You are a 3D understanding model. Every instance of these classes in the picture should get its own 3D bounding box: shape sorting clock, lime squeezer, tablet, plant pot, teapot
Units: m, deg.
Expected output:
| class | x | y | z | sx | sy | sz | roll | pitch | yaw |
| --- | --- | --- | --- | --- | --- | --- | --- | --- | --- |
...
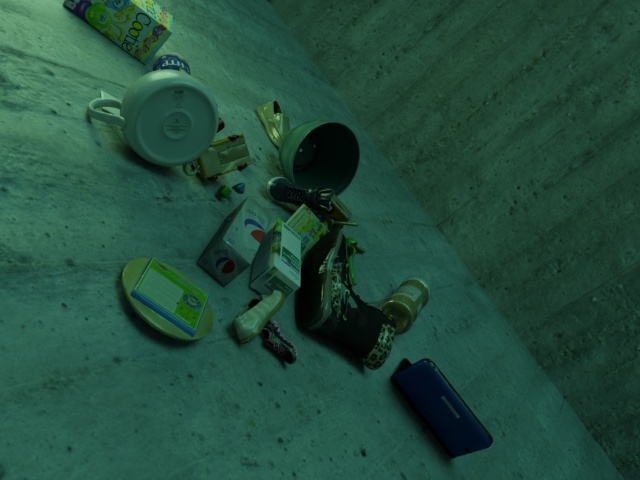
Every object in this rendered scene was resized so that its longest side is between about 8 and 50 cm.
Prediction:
| class | x | y | z | sx | sy | sz | roll | pitch | yaw |
| --- | --- | --- | --- | --- | --- | --- | --- | --- | --- |
| shape sorting clock | -0.298 | 0.115 | 1.122 | 0.206 | 0.040 | 0.206 | 37 | 24 | -20 |
| lime squeezer | 0.108 | 0.054 | 2.025 | 0.310 | 0.059 | 0.109 | -66 | 144 | -68 |
| tablet | -0.537 | -0.349 | 1.469 | 0.054 | 0.006 | 0.083 | 28 | 31 | -45 |
| plant pot | -0.031 | -0.308 | 2.074 | 0.293 | 0.293 | 0.196 | 28 | 4 | -43 |
| teapot | -0.395 | -0.318 | 1.430 | 0.187 | 0.252 | 0.256 | 43 | -3 | 43 |

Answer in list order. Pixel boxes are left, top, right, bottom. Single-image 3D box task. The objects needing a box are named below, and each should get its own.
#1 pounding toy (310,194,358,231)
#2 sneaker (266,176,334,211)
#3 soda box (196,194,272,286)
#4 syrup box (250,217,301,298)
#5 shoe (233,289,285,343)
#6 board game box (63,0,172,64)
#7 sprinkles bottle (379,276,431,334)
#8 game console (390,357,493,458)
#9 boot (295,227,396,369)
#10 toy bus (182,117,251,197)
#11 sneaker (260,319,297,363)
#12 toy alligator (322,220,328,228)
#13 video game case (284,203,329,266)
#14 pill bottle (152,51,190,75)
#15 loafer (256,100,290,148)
| class | x | y | z | sx | sy | sz | roll | pitch | yaw |
| --- | --- | --- | --- | --- | --- | --- | --- | --- | --- |
| pounding toy | 0.046 | -0.080 | 1.992 | 0.141 | 0.130 | 0.100 | 47 | 22 | -8 |
| sneaker | -0.055 | -0.151 | 1.866 | 0.164 | 0.086 | 0.226 | 10 | -2 | 37 |
| soda box | -0.205 | -0.006 | 1.427 | 0.091 | 0.098 | 0.286 | 45 | 21 | -14 |
| syrup box | -0.114 | 0.053 | 1.509 | 0.093 | 0.096 | 0.236 | 41 | 22 | -23 |
| shoe | -0.140 | 0.157 | 1.311 | 0.058 | 0.077 | 0.219 | 53 | 23 | -7 |
| board game box | -0.601 | -0.693 | 1.725 | 0.275 | 0.142 | 0.144 | 33 | 27 | -36 |
| sprinkles bottle | 0.299 | 0.221 | 2.004 | 0.121 | 0.121 | 0.355 | 52 | 22 | 5 |
| game console | 0.363 | 0.462 | 1.680 | 0.173 | 0.250 | 0.293 | -33 | 82 | -42 |
| boot | 0.081 | 0.163 | 1.628 | 0.284 | 0.138 | 0.377 | 41 | 32 | -22 |
| toy bus | -0.297 | -0.229 | 1.604 | 0.202 | 0.104 | 0.190 | 31 | 73 | -39 |
| sneaker | -0.102 | 0.237 | 1.309 | 0.119 | 0.047 | 0.057 | 49 | 27 | 19 |
| toy alligator | 0.000 | 0.000 | 1.893 | 0.052 | 0.056 | 0.189 | 0 | 42 | -2 |
| video game case | -0.031 | 0.013 | 1.765 | 0.206 | 0.026 | 0.227 | 47 | 36 | -7 |
| pill bottle | -0.441 | -0.472 | 1.716 | 0.112 | 0.112 | 0.186 | 30 | 28 | -40 |
| loafer | -0.162 | -0.451 | 2.252 | 0.102 | 0.092 | 0.268 | 8 | 46 | -60 |
